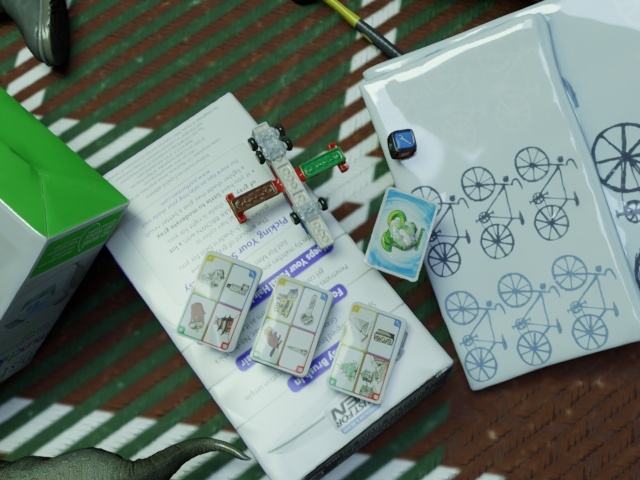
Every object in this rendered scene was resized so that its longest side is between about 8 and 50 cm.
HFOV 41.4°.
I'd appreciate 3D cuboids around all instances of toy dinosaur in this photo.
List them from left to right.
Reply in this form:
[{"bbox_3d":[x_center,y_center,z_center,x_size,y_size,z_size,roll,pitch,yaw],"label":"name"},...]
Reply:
[{"bbox_3d":[-0.221,0.219,0.720,0.314,0.160,0.121,2,72,5],"label":"toy dinosaur"}]

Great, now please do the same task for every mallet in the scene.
[{"bbox_3d":[0.035,-0.238,0.928,0.190,0.062,0.039,43,80,0],"label":"mallet"}]

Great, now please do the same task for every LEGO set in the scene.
[{"bbox_3d":[0.000,0.000,0.743,0.182,0.060,0.244,19,74,-3],"label":"LEGO set"}]

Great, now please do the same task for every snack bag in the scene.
[{"bbox_3d":[0.241,-0.062,0.755,0.343,0.037,0.323,-19,89,16],"label":"snack bag"}]

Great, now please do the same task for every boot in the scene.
[{"bbox_3d":[-0.390,-0.254,0.936,0.209,0.076,0.189,-9,58,-6],"label":"boot"}]

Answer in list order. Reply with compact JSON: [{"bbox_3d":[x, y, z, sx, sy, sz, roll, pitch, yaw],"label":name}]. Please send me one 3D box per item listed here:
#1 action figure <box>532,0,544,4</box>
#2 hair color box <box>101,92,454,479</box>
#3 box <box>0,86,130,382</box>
[{"bbox_3d":[0.209,-0.294,0.823,0.276,0.248,0.370,-42,79,1],"label":"action figure"},{"bbox_3d":[-0.056,0.048,0.796,0.185,0.110,0.339,-36,71,-10],"label":"hair color box"},{"bbox_3d":[-0.343,-0.023,0.755,0.262,0.127,0.231,42,117,5],"label":"box"}]
